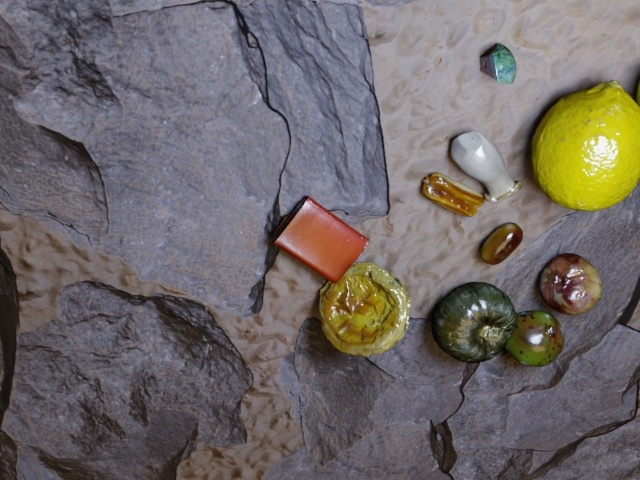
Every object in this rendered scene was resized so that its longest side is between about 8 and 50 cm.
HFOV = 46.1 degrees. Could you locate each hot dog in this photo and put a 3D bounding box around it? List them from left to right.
[{"bbox_3d":[0.317,-0.110,1.809,0.165,0.045,0.071,23,114,-22],"label":"hot dog"}]

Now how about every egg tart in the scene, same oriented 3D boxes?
[{"bbox_3d":[0.112,0.172,1.868,0.241,0.241,0.106,-39,160,12],"label":"egg tart"}]

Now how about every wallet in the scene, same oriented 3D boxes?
[{"bbox_3d":[0.000,0.000,1.808,0.204,0.045,0.142,34,98,-25],"label":"wallet"}]

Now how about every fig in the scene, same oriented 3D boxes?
[{"bbox_3d":[0.684,0.125,1.959,0.230,0.160,0.143,13,156,-19],"label":"fig"}]

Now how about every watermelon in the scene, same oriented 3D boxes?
[{"bbox_3d":[0.393,-0.378,1.658,0.084,0.092,0.072,27,150,-14],"label":"watermelon"}]

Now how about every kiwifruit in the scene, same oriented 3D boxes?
[{"bbox_3d":[0.454,0.008,1.888,0.075,0.075,0.124,31,107,-25],"label":"kiwifruit"}]

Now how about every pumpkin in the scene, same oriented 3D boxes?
[{"bbox_3d":[0.399,0.214,1.946,0.223,0.157,0.224,-7,114,-17],"label":"pumpkin"}]

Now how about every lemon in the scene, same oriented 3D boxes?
[{"bbox_3d":[0.609,-0.208,1.694,0.253,0.253,0.310,5,117,-13],"label":"lemon"}]

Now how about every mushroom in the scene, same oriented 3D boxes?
[{"bbox_3d":[0.386,-0.172,1.762,0.097,0.088,0.212,-42,121,1],"label":"mushroom"}]

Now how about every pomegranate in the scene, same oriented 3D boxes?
[{"bbox_3d":[0.564,0.272,2.025,0.159,0.159,0.205,11,143,-16],"label":"pomegranate"}]

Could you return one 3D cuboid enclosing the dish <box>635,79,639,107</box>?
[{"bbox_3d":[0.817,-0.324,1.715,0.221,0.108,0.262,31,69,1],"label":"dish"}]
